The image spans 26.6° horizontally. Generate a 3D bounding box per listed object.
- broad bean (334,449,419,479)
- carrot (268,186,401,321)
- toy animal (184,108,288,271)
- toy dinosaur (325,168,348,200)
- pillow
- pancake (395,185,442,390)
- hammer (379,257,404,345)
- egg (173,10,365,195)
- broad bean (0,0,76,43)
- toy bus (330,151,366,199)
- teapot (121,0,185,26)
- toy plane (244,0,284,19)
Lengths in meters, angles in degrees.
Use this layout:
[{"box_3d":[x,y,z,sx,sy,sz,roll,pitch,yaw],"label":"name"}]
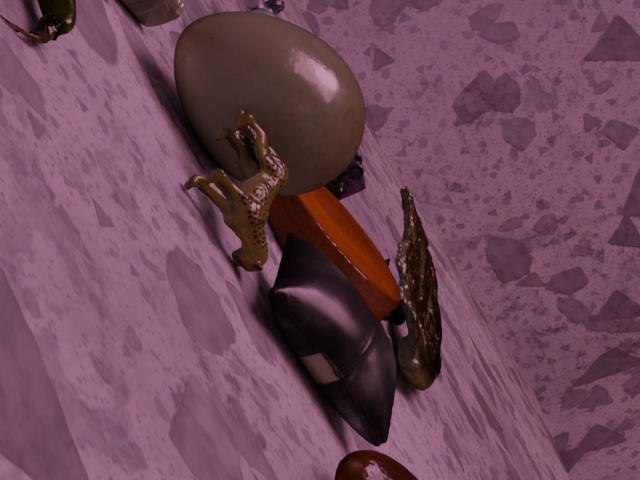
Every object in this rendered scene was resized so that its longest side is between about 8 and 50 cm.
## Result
[{"box_3d":[0.070,0.297,1.501,0.165,0.084,0.114,41,26,-47],"label":"broad bean"},{"box_3d":[0.000,0.000,2.037,0.307,0.100,0.258,55,9,17],"label":"carrot"},{"box_3d":[-0.084,-0.067,1.648,0.136,0.073,0.181,49,38,-24],"label":"toy animal"},{"box_3d":[-0.004,-0.042,2.328,0.187,0.087,0.179,-58,156,-62],"label":"toy dinosaur"},{"box_3d":[0.018,0.117,1.697,0.250,0.106,0.186,56,17,-19],"label":"pillow"},{"box_3d":[0.160,0.111,2.358,0.427,0.066,0.305,-82,159,-54],"label":"pancake"},{"box_3d":[0.115,0.125,2.314,0.427,0.044,0.152,47,42,-79],"label":"hammer"},{"box_3d":[-0.071,-0.189,1.797,0.295,0.218,0.218,42,18,-30],"label":"egg"},{"box_3d":[-0.306,-0.313,1.421,0.098,0.056,0.318,44,20,-46],"label":"broad bean"},{"box_3d":[0.014,-0.166,2.560,0.178,0.098,0.087,61,10,-19],"label":"toy bus"},{"box_3d":[-0.255,-0.352,1.766,0.200,0.077,0.107,47,36,-55],"label":"teapot"},{"box_3d":[-0.099,-0.346,2.452,0.244,0.117,0.245,-11,90,-73],"label":"toy plane"}]
